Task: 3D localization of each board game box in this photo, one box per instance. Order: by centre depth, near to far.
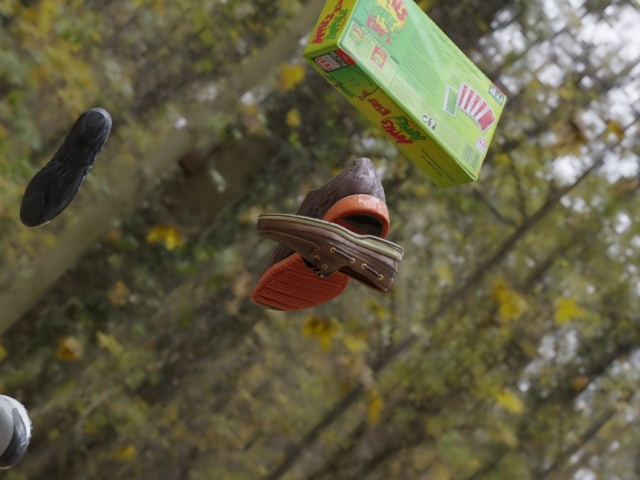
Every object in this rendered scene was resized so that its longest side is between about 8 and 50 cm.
[{"bbox_3d":[0.072,-0.134,1.281,0.043,0.092,0.181,-12,-44,45],"label":"board game box"}]

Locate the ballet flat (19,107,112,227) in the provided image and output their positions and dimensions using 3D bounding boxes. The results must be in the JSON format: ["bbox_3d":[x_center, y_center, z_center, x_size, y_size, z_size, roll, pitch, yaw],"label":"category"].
[{"bbox_3d":[-0.310,-0.086,1.919,0.057,0.173,0.049,35,-2,3],"label":"ballet flat"}]

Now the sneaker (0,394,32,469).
[{"bbox_3d":[-0.511,0.232,2.184,0.271,0.100,0.108,34,5,31],"label":"sneaker"}]

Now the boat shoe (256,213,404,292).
[{"bbox_3d":[0.009,0.013,1.779,0.178,0.060,0.064,17,-9,-17],"label":"boat shoe"}]

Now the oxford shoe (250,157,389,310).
[{"bbox_3d":[0.000,0.000,1.922,0.097,0.098,0.271,20,-40,-27],"label":"oxford shoe"}]
